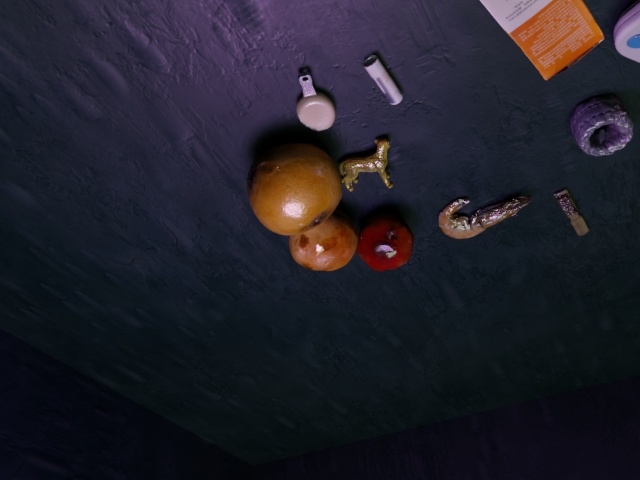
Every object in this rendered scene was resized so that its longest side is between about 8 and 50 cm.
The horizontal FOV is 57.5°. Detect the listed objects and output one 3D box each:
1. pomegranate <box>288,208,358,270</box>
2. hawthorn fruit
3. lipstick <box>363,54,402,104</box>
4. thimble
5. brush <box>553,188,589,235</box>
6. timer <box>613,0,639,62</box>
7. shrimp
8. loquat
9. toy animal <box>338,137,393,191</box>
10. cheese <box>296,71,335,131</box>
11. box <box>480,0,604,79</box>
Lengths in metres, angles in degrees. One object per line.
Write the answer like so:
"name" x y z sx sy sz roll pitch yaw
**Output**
"pomegranate" 0.000 0.000 1.762 0.215 0.215 0.215 -2 140 -2
"hawthorn fruit" 0.199 0.000 1.782 0.185 0.185 0.202 -2 169 -1
"lipstick" 0.157 -0.394 1.440 0.040 0.040 0.141 -24 136 23
"thimble" 0.746 -0.302 1.545 0.150 0.098 0.150 -2 141 -1
"brush" 0.807 -0.080 1.860 0.043 0.036 0.248 -23 136 28
"timer" 0.809 -0.490 1.293 0.237 0.087 0.262 10 160 -20
"shrimp" 0.500 -0.094 1.813 0.296 0.058 0.169 -31 130 33
"loquat" -0.067 -0.136 1.570 0.263 0.263 0.263 -2 140 -2
"toy animal" 0.118 -0.213 1.641 0.181 0.073 0.136 -4 133 20
"cheese" -0.024 -0.348 1.476 0.092 0.047 0.171 -27 135 22
"box" 0.402 -0.517 1.169 0.143 0.225 0.341 -34 131 29
